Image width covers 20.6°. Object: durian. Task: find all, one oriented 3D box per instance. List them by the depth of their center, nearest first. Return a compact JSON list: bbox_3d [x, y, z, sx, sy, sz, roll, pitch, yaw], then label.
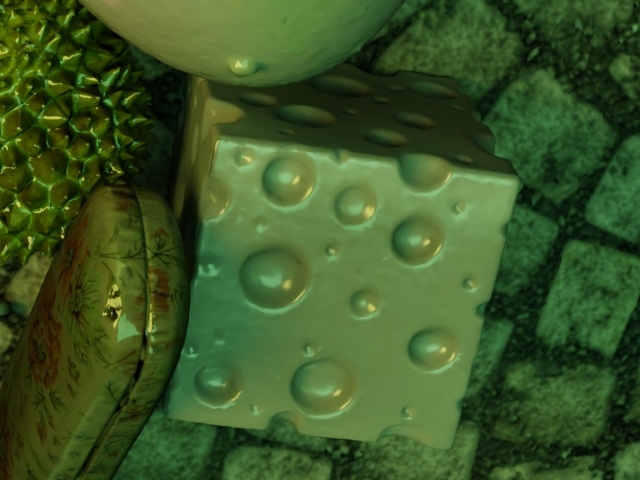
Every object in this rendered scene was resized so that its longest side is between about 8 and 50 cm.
[{"bbox_3d":[-0.233,-0.096,1.397,0.200,0.176,0.237,-13,105,-25],"label":"durian"}]

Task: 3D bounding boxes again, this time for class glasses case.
[{"bbox_3d":[-0.191,0.109,1.401,0.098,0.156,0.425,5,149,-20],"label":"glasses case"}]

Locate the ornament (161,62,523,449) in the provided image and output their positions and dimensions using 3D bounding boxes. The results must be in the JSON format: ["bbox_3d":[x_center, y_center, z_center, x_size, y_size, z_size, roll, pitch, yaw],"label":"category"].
[{"bbox_3d":[0.000,0.000,1.431,0.239,0.240,0.239,7,112,-11],"label":"ornament"}]

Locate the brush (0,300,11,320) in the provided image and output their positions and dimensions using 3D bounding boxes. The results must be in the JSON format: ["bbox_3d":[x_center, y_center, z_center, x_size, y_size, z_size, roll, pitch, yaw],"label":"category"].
[{"bbox_3d":[-0.413,0.043,1.492,0.296,0.068,0.060,-2,92,-13],"label":"brush"}]

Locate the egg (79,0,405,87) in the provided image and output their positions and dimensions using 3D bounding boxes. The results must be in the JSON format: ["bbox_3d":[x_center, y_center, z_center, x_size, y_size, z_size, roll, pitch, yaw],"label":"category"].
[{"bbox_3d":[-0.052,-0.272,1.253,0.354,0.354,0.340,-20,126,0],"label":"egg"}]
